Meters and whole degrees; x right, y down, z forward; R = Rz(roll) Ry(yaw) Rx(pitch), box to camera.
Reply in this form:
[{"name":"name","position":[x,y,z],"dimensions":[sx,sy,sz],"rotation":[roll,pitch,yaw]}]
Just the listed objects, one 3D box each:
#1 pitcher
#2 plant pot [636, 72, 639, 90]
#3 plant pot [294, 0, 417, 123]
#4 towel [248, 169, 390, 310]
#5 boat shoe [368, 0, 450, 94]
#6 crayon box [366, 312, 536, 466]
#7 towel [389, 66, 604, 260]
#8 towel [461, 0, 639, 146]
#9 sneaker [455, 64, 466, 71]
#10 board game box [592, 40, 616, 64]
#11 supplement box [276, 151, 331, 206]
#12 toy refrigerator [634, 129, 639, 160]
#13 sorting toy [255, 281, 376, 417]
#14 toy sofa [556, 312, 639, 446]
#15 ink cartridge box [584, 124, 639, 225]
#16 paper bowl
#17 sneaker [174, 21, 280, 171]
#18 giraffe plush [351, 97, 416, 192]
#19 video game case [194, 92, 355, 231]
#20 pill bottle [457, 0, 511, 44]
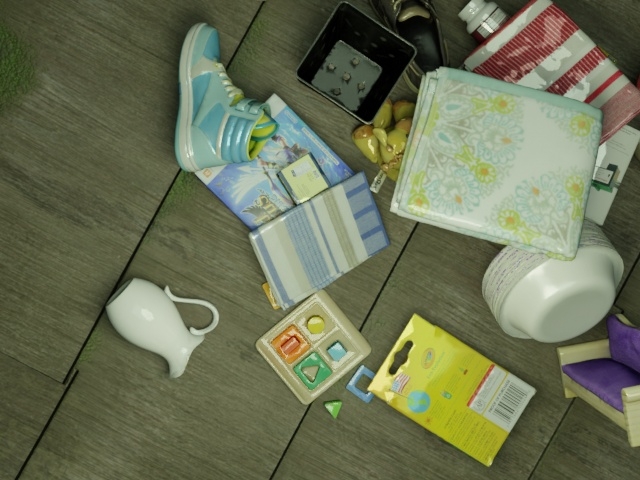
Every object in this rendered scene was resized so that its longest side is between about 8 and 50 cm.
[{"name":"pitcher","position":[-0.329,0.158,1.884],"dimensions":[0.207,0.125,0.178],"rotation":[45,65,-14]},{"name":"plant pot","position":[0.859,-0.375,1.927],"dimensions":[0.275,0.275,0.243],"rotation":[38,77,-4]},{"name":"plant pot","position":[0.065,-0.361,1.887],"dimensions":[0.187,0.167,0.188],"rotation":[33,88,-5]},{"name":"towel","position":[0.000,0.000,1.888],"dimensions":[0.285,0.034,0.209],"rotation":[-30,123,-12]},{"name":"boat shoe","position":[0.197,-0.486,1.917],"dimensions":[0.132,0.130,0.355],"rotation":[-25,92,-5]},{"name":"crayon box","position":[0.278,0.318,1.950],"dimensions":[0.318,0.081,0.202],"rotation":[34,87,-5]},{"name":"towel","position":[0.348,-0.155,1.768],"dimensions":[0.374,0.090,0.320],"rotation":[15,77,4]},{"name":"towel","position":[0.484,-0.329,1.868],"dimensions":[0.237,0.037,0.329],"rotation":[-40,80,3]},{"name":"sneaker","position":[0.296,-0.215,1.940],"dimensions":[0.131,0.148,0.350],"rotation":[18,64,-20]},{"name":"board game box","position":[0.516,-0.375,1.983],"dimensions":[0.194,0.060,0.194],"rotation":[37,88,-4]},{"name":"supplement box","position":[-0.036,-0.127,1.871],"dimensions":[0.083,0.056,0.083],"rotation":[-32,93,-5]},{"name":"toy refrigerator","position":[0.804,-0.142,1.983],"dimensions":[0.094,0.102,0.269],"rotation":[-39,93,5]},{"name":"sorting toy","position":[-0.014,0.230,1.939],"dimensions":[0.196,0.047,0.347],"rotation":[-40,93,-4]},{"name":"toy sofa","position":[0.620,0.274,1.844],"dimensions":[0.150,0.362,0.177],"rotation":[-11,97,-5]},{"name":"ink cartridge box","position":[0.582,-0.144,1.940],"dimensions":[0.092,0.160,0.219],"rotation":[24,89,-5]},{"name":"paper bowl","position":[0.492,0.100,1.861],"dimensions":[0.284,0.284,0.148],"rotation":[-18,48,-5]},{"name":"sneaker","position":[-0.181,-0.297,1.847],"dimensions":[0.208,0.127,0.319],"rotation":[0,82,15]},{"name":"giraffe plush","position":[0.161,-0.204,1.893],"dimensions":[0.181,0.170,0.210],"rotation":[13,89,-6]},{"name":"video game case","position":[-0.091,-0.134,1.925],"dimensions":[0.269,0.061,0.244],"rotation":[45,87,-4]},{"name":"pill bottle","position":[0.375,-0.462,1.956],"dimensions":[0.152,0.086,0.086],"rotation":[44,86,-3]}]
